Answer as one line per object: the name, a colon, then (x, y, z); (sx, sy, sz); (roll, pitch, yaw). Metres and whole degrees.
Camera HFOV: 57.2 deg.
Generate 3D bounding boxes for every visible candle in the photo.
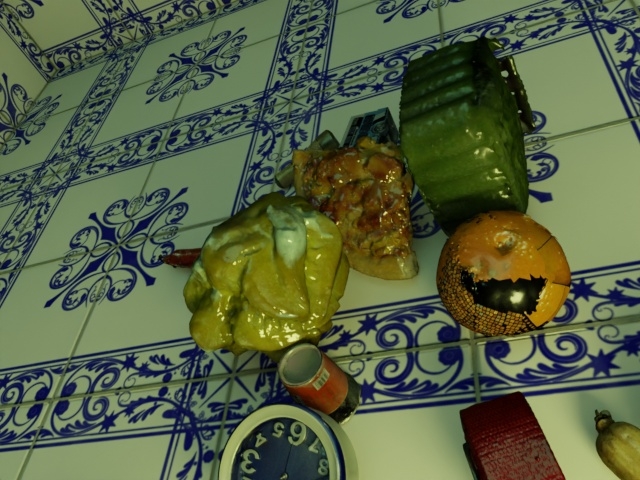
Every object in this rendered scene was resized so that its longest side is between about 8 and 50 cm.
candle: (-0.301, 0.052, 1.487); (0.301, 0.059, 0.084); (0, 40, 30)

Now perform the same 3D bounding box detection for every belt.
belt: (0.271, 0.321, 0.837); (0.124, 0.128, 0.201); (-22, 43, 8)

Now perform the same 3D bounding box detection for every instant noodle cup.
instant noodle cup: (-0.009, 0.257, 1.055); (0.127, 0.136, 0.127); (-17, 43, 16)

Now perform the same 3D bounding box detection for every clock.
clock: (-0.054, 0.383, 0.954); (0.230, 0.083, 0.231); (-10, 67, 24)

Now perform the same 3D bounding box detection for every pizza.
pizza: (0.084, -0.085, 1.265); (0.278, 0.114, 0.409); (-45, 68, 25)

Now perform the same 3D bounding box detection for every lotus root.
lotus root: (0.432, 0.298, 0.814); (0.072, 0.063, 0.152); (-62, 39, 27)

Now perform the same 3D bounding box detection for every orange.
orange: (0.321, 0.057, 1.039); (0.234, 0.182, 0.235); (-7, 44, 7)

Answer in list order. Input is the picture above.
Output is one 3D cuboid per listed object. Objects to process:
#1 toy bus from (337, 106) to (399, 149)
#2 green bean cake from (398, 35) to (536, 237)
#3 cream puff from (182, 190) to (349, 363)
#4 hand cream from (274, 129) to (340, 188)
toy bus: (0.110, -0.201, 1.464); (0.130, 0.106, 0.297); (-4, 46, 30)
green bean cake: (0.311, -0.202, 1.189); (0.218, 0.335, 0.319); (-16, 45, 30)
cream puff: (-0.088, 0.092, 1.156); (0.275, 0.378, 0.378); (40, 72, 8)
hand cream: (-0.036, -0.208, 1.582); (0.203, 0.084, 0.084); (-36, 41, 4)
